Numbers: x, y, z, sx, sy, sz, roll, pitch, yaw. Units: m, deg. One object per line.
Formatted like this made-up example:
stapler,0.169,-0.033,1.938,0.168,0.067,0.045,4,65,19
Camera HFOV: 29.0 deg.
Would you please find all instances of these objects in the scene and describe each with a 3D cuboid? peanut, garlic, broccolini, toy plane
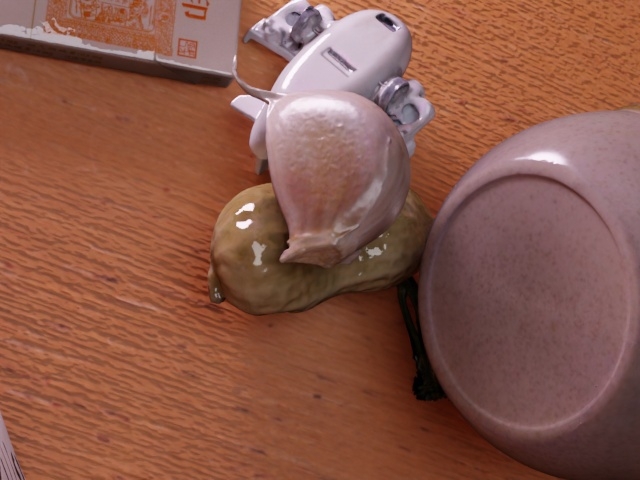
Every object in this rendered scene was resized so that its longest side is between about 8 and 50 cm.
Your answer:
peanut,-0.008,-0.003,1.381,0.291,0.159,0.143,-14,121,-34
garlic,0.011,-0.104,1.312,0.148,0.128,0.266,9,44,-38
broccolini,0.122,0.098,1.451,0.074,0.058,0.201,-18,85,-29
toy plane,0.011,-0.177,1.443,0.252,0.118,0.252,2,64,-5

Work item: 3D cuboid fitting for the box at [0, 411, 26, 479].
box,-0.399,0.308,1.063,0.312,0.300,0.314,-19,85,-7

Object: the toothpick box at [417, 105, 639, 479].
toothpick box,0.356,0.062,1.347,0.425,0.409,0.409,-1,78,-42

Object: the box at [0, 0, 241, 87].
box,-0.268,-0.303,1.407,0.365,0.051,0.205,8,75,-17
